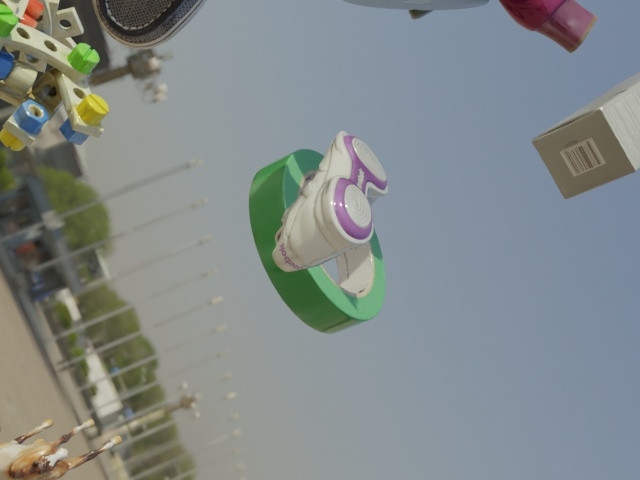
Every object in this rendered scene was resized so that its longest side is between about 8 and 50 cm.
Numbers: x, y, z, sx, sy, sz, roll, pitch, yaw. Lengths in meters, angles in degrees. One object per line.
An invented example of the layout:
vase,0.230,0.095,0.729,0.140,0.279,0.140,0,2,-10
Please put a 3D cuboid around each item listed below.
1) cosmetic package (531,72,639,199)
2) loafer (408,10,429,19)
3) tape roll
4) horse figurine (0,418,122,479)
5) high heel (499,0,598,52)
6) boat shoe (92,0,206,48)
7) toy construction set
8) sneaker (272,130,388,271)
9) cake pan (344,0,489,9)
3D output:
cosmetic package,0.410,-0.155,1.516,0.127,0.238,0.107,-27,-83,48
loafer,0.202,-0.488,2.202,0.084,0.096,0.267,59,12,-7
tape roll,0.000,0.000,1.961,0.321,0.077,0.321,42,36,-40
horse figurine,-0.408,0.299,1.563,0.263,0.174,0.066,-6,-78,36
high heel,0.473,-0.538,2.099,0.181,0.377,0.127,33,-26,-9
boat shoe,-0.126,-0.296,0.944,0.340,0.127,0.158,-61,-177,29
toy construction set,-0.337,-0.236,1.267,0.215,0.151,0.327,33,17,-25
sneaker,0.005,-0.056,1.556,0.114,0.152,0.305,52,24,-12
cake pan,0.163,-0.435,1.919,0.293,0.293,0.054,-163,-106,-73
